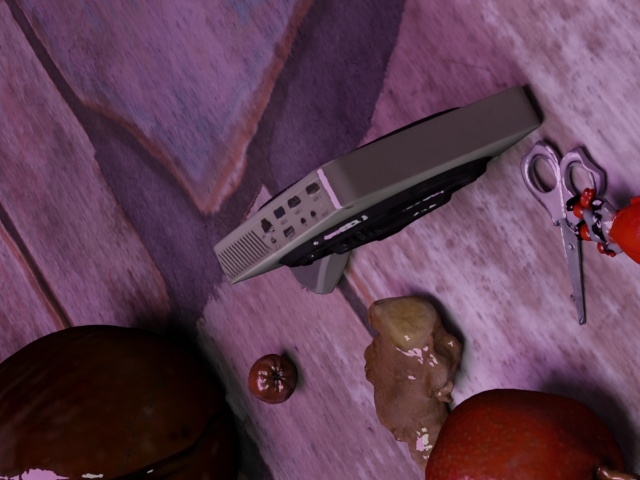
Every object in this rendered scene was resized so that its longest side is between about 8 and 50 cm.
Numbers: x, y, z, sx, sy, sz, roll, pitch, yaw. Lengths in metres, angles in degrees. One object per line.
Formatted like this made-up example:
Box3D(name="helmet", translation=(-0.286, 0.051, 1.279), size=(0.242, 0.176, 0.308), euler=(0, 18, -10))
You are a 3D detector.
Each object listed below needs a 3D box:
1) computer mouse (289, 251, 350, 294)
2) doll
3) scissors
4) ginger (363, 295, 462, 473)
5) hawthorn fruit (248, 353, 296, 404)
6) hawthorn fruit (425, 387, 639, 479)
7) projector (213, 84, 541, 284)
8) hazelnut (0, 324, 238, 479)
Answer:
Box3D(name="computer mouse", translation=(0.000, 0.000, 1.688), size=(0.089, 0.056, 0.182), euler=(51, 152, 28))
Box3D(name="doll", translation=(0.288, -0.006, 1.256), size=(0.169, 0.057, 0.109), euler=(10, 129, 46))
Box3D(name="scissors", translation=(0.240, -0.004, 1.371), size=(0.100, 0.015, 0.189), euler=(14, 120, 49))
Box3D(name="ginger", translation=(0.104, 0.166, 1.621), size=(0.137, 0.074, 0.213), euler=(30, 137, 44))
Box3D(name="hawthorn fruit", translation=(-0.071, 0.189, 1.897), size=(0.067, 0.066, 0.103), euler=(64, 152, 6))
Box3D(name="hawthorn fruit", translation=(0.218, 0.236, 1.395), size=(0.225, 0.196, 0.196), euler=(-13, 97, 41))
Box3D(name="projector", translation=(0.055, -0.045, 1.392), size=(0.257, 0.259, 0.079), euler=(-34, 81, 57))
Box3D(name="hazelnut", translation=(-0.325, 0.321, 2.088), size=(0.429, 0.402, 0.402), euler=(19, 123, 44))
